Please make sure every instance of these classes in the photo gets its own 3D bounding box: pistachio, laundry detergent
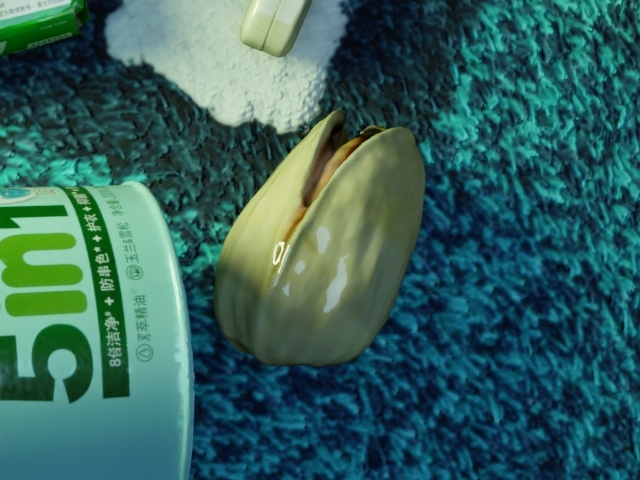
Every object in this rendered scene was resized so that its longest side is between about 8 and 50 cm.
[{"bbox_3d":[0.000,0.000,1.236,0.157,0.157,0.229,25,81,-7],"label":"pistachio"},{"bbox_3d":[-0.279,0.101,1.105,0.305,0.287,0.287,-2,91,-22],"label":"laundry detergent"}]

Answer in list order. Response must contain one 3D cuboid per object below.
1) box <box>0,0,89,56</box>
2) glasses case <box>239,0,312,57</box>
[{"bbox_3d":[-0.303,-0.271,1.221,0.180,0.103,0.250,-14,94,-7],"label":"box"},{"bbox_3d":[-0.014,-0.253,1.266,0.050,0.083,0.196,23,87,-8],"label":"glasses case"}]
